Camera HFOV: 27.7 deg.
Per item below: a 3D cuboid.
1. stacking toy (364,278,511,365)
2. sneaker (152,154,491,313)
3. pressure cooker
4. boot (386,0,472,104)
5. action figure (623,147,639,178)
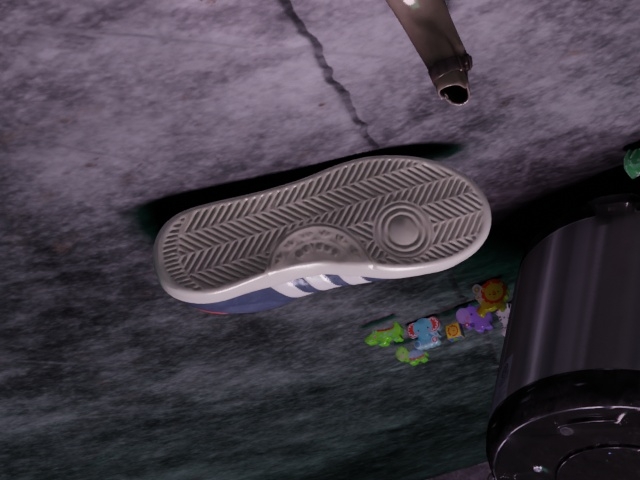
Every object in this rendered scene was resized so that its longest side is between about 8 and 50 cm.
[{"bbox_3d":[0.190,0.125,1.930,0.221,0.052,0.167,-19,158,15],"label":"stacking toy"},{"bbox_3d":[0.000,0.000,1.365,0.350,0.131,0.148,-7,166,-6],"label":"sneaker"},{"bbox_3d":[0.406,0.129,1.589,0.369,0.420,0.375,-24,126,39],"label":"pressure cooker"},{"bbox_3d":[0.089,-0.159,1.035,0.042,0.087,0.118,-23,159,24],"label":"boot"},{"bbox_3d":[0.457,-0.115,1.465,0.232,0.064,0.137,-15,164,11],"label":"action figure"}]
